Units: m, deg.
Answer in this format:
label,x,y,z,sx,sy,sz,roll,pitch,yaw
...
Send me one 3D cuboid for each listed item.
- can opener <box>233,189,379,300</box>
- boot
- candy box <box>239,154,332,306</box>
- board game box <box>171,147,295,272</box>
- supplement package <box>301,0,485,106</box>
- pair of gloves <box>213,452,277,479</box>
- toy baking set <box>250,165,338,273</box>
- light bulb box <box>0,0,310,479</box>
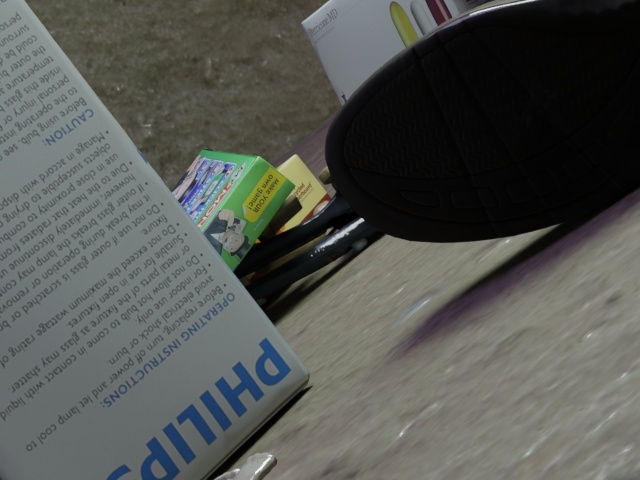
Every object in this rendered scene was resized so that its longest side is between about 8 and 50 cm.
label,x,y,z,sx,sy,sz,roll,pitch,yaw
can opener,0.000,0.000,1.505,0.186,0.059,0.073,-34,-28,-11
boot,0.196,-0.146,1.088,0.377,0.138,0.284,-31,10,23
candy box,-0.140,0.050,1.779,0.316,0.087,0.183,-33,9,39
board game box,-0.158,0.060,1.534,0.317,0.046,0.213,-54,17,-6
supplement package,0.141,-0.217,1.639,0.204,0.145,0.262,-25,-2,-27
pair of gloves,-0.130,0.207,0.860,0.240,0.042,0.204,-35,8,34
toy baking set,0.027,-0.037,1.605,0.197,0.030,0.256,-39,-11,24
light bulb box,-0.258,0.054,1.203,0.225,0.361,0.358,-41,7,-32
